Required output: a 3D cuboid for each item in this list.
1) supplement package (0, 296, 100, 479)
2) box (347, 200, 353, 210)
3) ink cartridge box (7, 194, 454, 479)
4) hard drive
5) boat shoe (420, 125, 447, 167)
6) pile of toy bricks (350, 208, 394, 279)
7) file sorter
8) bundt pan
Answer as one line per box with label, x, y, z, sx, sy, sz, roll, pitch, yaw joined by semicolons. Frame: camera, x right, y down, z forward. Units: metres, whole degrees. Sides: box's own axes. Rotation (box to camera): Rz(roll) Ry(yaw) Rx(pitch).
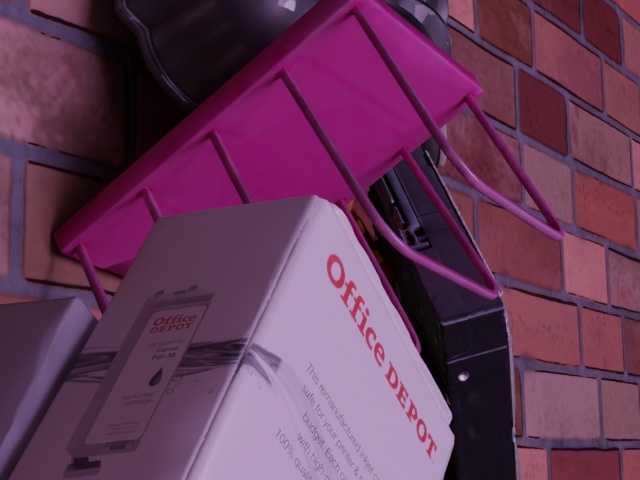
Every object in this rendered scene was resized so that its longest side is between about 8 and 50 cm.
supplement package;-0.206;0.155;0.764;0.149;0.203;0.194;56;40;-38
box;-0.001;-0.096;1.342;0.136;0.028;0.081;57;40;-41
ink cartridge box;-0.046;0.146;0.720;0.207;0.117;0.283;61;37;-34
hard drive;0.114;0.109;1.267;0.237;0.064;0.339;-112;-172;-49
boat shoe;0.058;-0.231;1.430;0.112;0.095;0.335;-123;-158;-75
pile of toy bricks;-0.025;-0.045;1.241;0.212;0.118;0.105;60;6;-8
file sorter;0.000;0.000;1.012;0.202;0.290;0.182;26;30;-55
bundt pan;-0.012;-0.217;1.146;0.331;0.124;0.331;28;48;-36
